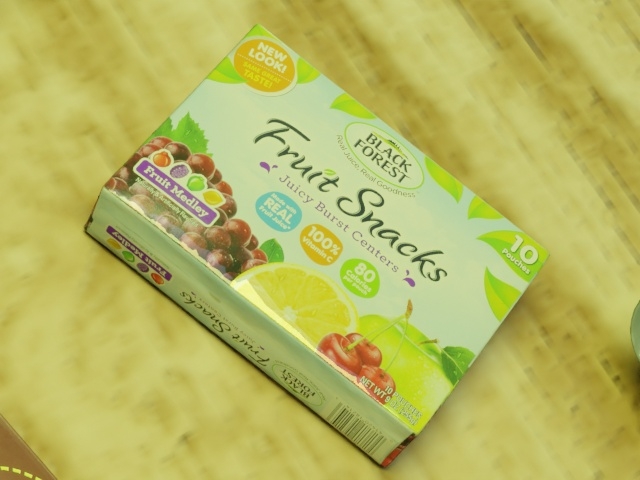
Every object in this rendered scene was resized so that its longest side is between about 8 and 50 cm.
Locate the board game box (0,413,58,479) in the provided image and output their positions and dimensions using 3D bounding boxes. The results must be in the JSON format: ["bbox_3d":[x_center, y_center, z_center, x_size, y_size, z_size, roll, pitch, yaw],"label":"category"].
[{"bbox_3d":[-0.153,0.101,0.621,0.281,0.027,0.145,47,56,8],"label":"board game box"}]

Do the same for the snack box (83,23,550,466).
[{"bbox_3d":[0.000,0.000,0.726,0.141,0.037,0.100,38,55,2],"label":"snack box"}]

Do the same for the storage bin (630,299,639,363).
[{"bbox_3d":[0.191,0.060,0.743,0.091,0.098,0.135,-11,64,-55],"label":"storage bin"}]
